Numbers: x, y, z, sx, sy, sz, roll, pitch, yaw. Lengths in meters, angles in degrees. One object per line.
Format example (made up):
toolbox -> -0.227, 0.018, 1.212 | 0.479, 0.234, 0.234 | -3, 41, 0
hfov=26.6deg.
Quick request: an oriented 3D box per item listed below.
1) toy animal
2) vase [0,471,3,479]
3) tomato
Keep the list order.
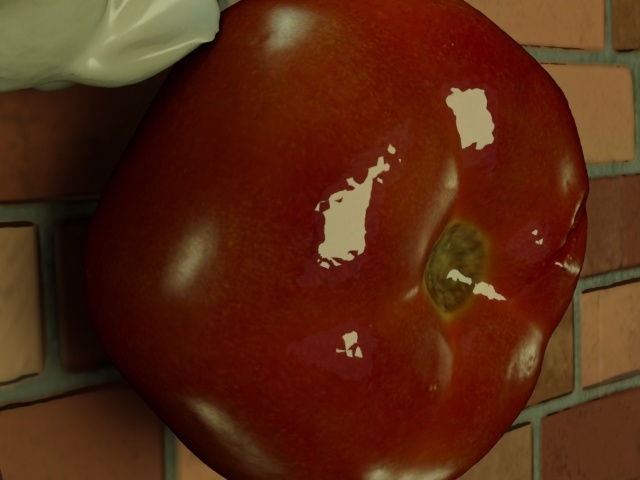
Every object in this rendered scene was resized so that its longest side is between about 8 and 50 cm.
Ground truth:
toy animal -> -0.143, -0.170, 0.675 | 0.178, 0.127, 0.193 | -8, 95, -49
vase -> -0.193, 0.114, 0.670 | 0.086, 0.086, 0.214 | -49, 130, -35
tomato -> 0.000, 0.000, 0.763 | 0.298, 0.226, 0.298 | -17, 116, -39
